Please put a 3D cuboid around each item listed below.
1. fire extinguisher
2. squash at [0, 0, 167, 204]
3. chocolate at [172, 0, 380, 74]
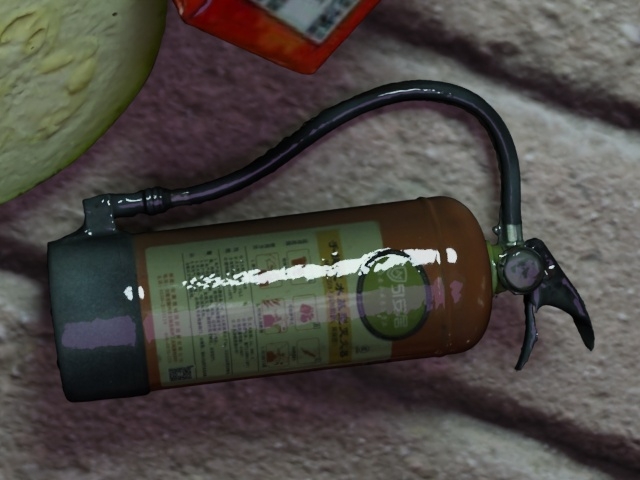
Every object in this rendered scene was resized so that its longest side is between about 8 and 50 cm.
[{"bbox_3d":[0.002,0.006,1.345,0.376,0.113,0.200,-5,114,-7],"label":"fire extinguisher"},{"bbox_3d":[-0.208,-0.108,1.208,0.252,0.049,0.252,-32,156,-16],"label":"squash"},{"bbox_3d":[0.000,-0.239,1.174,0.237,0.235,0.108,-46,124,12],"label":"chocolate"}]
